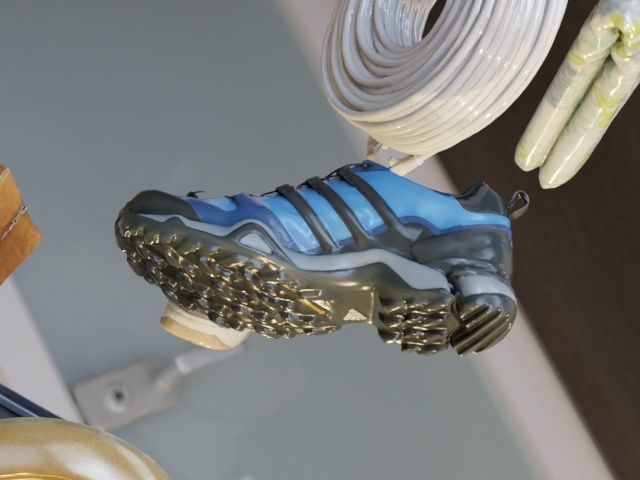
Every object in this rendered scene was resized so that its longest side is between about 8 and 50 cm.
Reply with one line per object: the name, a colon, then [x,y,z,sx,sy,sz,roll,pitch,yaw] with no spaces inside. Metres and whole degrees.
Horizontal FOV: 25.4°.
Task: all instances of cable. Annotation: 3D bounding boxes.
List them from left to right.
cable: [0.104,-0.204,1.242,0.089,0.257,0.257,21,151,-32]

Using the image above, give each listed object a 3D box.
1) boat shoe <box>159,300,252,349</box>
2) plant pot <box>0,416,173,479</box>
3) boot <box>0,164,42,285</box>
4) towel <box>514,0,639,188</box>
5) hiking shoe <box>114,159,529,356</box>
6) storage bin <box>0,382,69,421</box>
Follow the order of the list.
boat shoe: [-0.086,0.037,1.460,0.092,0.102,0.285,-66,172,14]
plant pot: [-0.202,0.235,1.005,0.236,0.236,0.032,-30,-158,9]
boot: [-0.489,0.010,1.897,0.280,0.096,0.264,-57,145,-30]
towel: [0.359,-0.251,1.588,0.320,0.090,0.374,-55,173,-23]
hiking shoe: [0.000,0.000,1.071,0.304,0.132,0.113,12,146,-2]
storage bin: [-0.242,0.158,1.066,0.098,0.135,0.091,10,-114,58]
